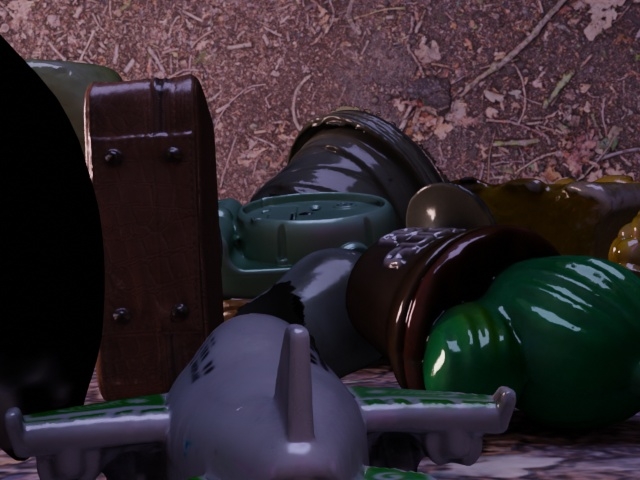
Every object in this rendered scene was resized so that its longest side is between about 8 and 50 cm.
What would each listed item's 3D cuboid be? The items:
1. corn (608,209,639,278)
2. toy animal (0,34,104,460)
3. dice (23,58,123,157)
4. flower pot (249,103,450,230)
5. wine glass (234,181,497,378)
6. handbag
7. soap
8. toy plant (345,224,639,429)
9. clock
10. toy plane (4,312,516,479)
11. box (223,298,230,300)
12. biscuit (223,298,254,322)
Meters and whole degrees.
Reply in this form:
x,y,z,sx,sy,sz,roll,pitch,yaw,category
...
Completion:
x,y,z,sx,sy,sz,roll,pitch,yaw,category
0.309,0.024,0.901,0.130,0.130,0.347,0,-1,28,corn
-0.239,-0.002,0.366,0.251,0.250,0.310,-1,-5,21,toy animal
-0.298,-0.033,1.070,0.255,0.251,0.250,-1,0,-11,dice
0.017,-0.006,1.164,0.141,0.235,0.236,-29,19,-37,flower pot
0.032,0.030,0.742,0.079,0.079,0.195,0,22,41,wine glass
-0.100,0.004,0.732,0.072,0.193,0.151,-5,-7,-1,handbag
0.278,-0.001,1.281,0.294,0.156,0.335,4,5,43,soap
0.098,0.048,0.600,0.143,0.105,0.200,-12,19,-36,toy plant
0.000,0.000,0.995,0.211,0.065,0.159,-3,13,0,clock
-0.019,0.065,0.402,0.174,0.080,0.174,-2,-1,0,toy plane
-0.204,0.034,1.337,0.180,0.102,0.250,-1,0,9,box
0.058,0.066,0.901,0.302,0.049,0.197,0,-7,3,biscuit
